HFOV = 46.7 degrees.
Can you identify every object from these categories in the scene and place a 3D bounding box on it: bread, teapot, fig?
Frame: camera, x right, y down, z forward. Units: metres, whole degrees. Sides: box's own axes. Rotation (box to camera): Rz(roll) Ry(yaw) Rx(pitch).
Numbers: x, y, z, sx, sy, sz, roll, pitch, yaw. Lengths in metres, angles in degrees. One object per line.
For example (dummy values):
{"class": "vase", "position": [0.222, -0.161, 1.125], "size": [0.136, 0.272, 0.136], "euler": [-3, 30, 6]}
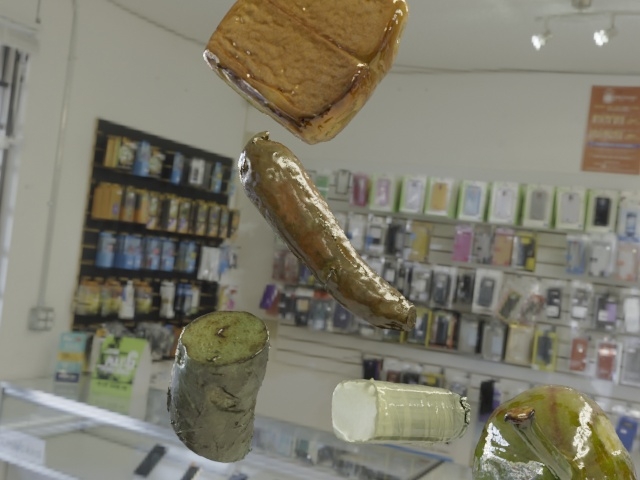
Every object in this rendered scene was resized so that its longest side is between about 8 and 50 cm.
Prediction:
{"class": "bread", "position": [-0.013, -0.371, 1.386], "size": [0.337, 0.328, 0.148], "euler": [38, 2, 23]}
{"class": "teapot", "position": [0.096, 0.221, 0.940], "size": [0.107, 0.077, 0.200], "euler": [-15, -22, 42]}
{"class": "fig", "position": [0.184, 0.176, 0.585], "size": [0.149, 0.149, 0.245], "euler": [7, -19, 21]}

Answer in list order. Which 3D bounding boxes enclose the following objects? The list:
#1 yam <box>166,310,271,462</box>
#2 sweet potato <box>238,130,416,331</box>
{"class": "yam", "position": [-0.164, 0.229, 1.168], "size": [0.154, 0.254, 0.154], "euler": [7, 39, -6]}
{"class": "sweet potato", "position": [0.000, 0.000, 0.812], "size": [0.075, 0.273, 0.075], "euler": [-38, -7, -5]}
